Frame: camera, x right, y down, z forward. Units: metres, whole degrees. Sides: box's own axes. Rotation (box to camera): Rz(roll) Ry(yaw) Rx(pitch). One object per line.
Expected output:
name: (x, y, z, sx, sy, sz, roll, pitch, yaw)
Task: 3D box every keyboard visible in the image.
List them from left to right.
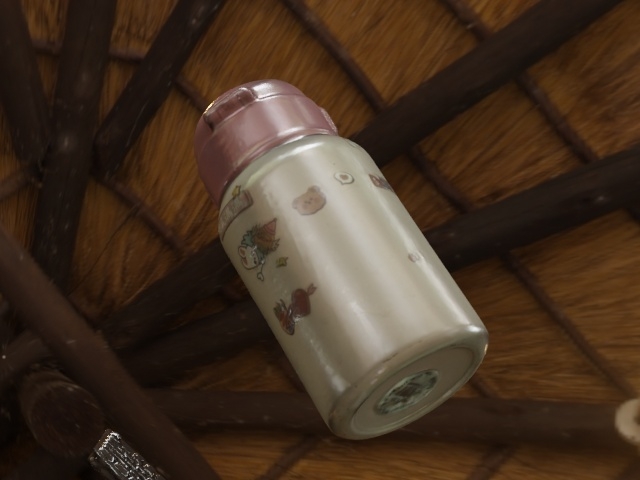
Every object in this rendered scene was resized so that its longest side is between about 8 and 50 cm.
keyboard: (-0.062, 0.223, 0.839, 0.017, 0.087, 0.250, -44, -88, 0)

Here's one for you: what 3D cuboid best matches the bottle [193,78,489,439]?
bottle: (0.000, 0.000, 0.768, 0.110, 0.110, 0.233, -24, -119, -15)
